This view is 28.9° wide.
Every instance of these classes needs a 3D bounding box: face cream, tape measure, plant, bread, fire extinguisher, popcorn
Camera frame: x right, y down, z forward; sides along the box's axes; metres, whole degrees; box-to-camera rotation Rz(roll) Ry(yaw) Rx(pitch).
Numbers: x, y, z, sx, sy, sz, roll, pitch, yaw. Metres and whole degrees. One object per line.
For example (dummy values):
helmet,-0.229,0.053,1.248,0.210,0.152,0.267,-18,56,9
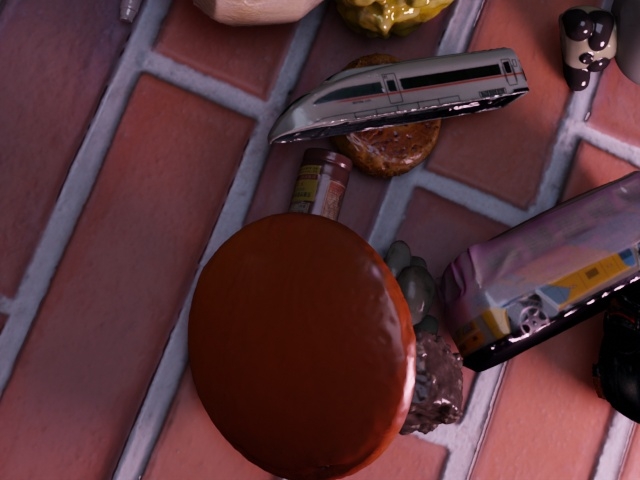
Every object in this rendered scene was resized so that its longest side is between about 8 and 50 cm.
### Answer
face cream,-0.270,-0.380,1.825,0.034,0.034,0.130,17,76,-9
tape measure,0.506,0.170,1.833,0.202,0.135,0.222,-11,107,-30
plant,0.115,0.135,1.768,0.146,0.149,0.274,21,50,-50
bread,0.091,-0.186,1.860,0.193,0.064,0.193,4,77,-18
fire extinguisher,-0.003,-0.003,1.791,0.106,0.075,0.252,12,76,9
popcorn,0.112,-0.425,1.825,0.250,0.242,0.235,-45,100,-3

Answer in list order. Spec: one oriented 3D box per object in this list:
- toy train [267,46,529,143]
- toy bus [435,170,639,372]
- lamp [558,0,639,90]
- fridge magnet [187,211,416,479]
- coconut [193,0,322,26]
toy train,0.103,-0.211,1.789,0.407,0.086,0.088,-12,83,-25
toy bus,0.347,0.041,1.828,0.386,0.171,0.162,-25,75,-16
lamp,0.494,-0.323,1.912,0.244,0.198,0.197,-10,82,2
fridge magnet,-0.024,0.142,1.659,0.155,0.364,0.363,-5,78,-54
coconut,-0.106,-0.429,1.770,0.248,0.245,0.244,1,80,-11
